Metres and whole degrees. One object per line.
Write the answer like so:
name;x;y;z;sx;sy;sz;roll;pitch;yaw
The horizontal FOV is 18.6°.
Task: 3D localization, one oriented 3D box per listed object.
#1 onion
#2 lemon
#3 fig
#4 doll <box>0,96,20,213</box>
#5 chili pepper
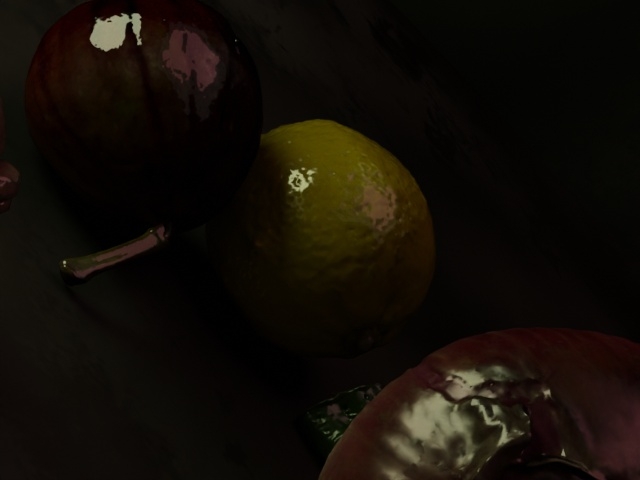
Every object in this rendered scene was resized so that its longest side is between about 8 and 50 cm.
onion;0.153;0.235;1.348;0.353;0.353;0.353;44;18;-18
lemon;0.000;0.000;1.671;0.192;0.192;0.231;29;26;-48
fig;-0.125;-0.072;1.552;0.204;0.186;0.249;57;11;-58
doll;-0.309;-0.114;1.200;0.201;0.156;0.303;42;13;25
chili pepper;0.100;0.262;1.551;0.085;0.076;0.359;-19;57;-26
